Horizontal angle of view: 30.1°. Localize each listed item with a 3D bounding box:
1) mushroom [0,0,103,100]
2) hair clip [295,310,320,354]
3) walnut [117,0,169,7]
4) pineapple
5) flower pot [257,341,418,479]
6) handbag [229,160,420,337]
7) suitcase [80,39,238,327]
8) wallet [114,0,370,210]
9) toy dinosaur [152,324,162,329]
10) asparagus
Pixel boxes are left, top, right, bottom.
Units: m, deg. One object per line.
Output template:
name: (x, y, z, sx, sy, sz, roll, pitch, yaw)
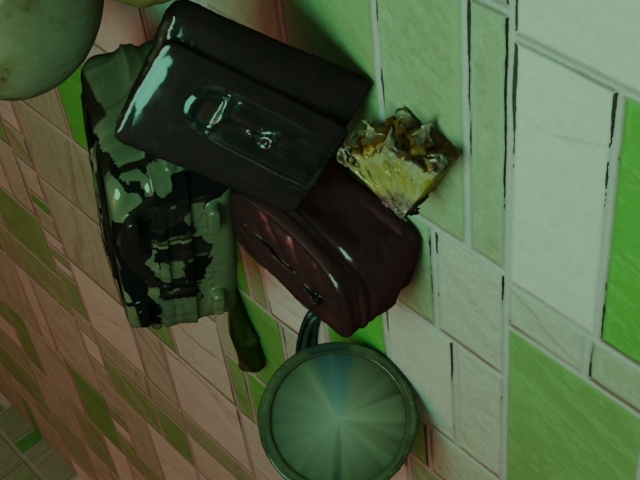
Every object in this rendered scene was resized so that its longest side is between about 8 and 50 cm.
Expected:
mushroom: (-0.413, -0.350, 1.443, 0.362, 0.294, 0.362, 175, 90, -78)
hair clip: (-0.015, 0.192, 1.775, 0.083, 0.048, 0.275, 39, 150, 37)
walnut: (-0.196, -0.349, 1.230, 0.261, 0.225, 0.225, 16, 135, 61)
pineapple: (0.087, -0.074, 1.242, 0.137, 0.069, 0.116, 19, 137, 48)
flower pot: (0.018, 0.273, 1.649, 0.212, 0.212, 0.203, 46, 161, 16)
handbag: (0.000, 0.000, 1.408, 0.225, 0.135, 0.146, 42, 157, 22)
suitcase: (-0.206, -0.095, 1.571, 0.352, 0.193, 0.339, 95, 161, -53)
wallet: (-0.086, -0.138, 1.262, 0.182, 0.229, 0.049, -59, 21, 25)
toy dinosaur: (-0.314, 0.019, 2.048, 0.162, 0.077, 0.294, 29, 130, 50)
asparagus: (-0.131, 0.138, 1.911, 0.045, 0.041, 0.178, 15, 134, 42)
